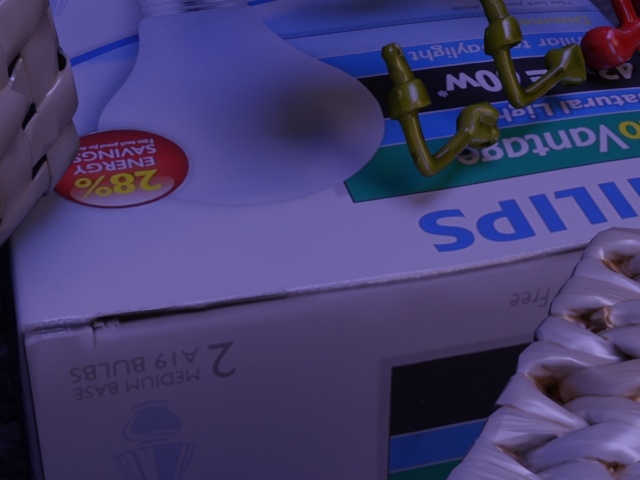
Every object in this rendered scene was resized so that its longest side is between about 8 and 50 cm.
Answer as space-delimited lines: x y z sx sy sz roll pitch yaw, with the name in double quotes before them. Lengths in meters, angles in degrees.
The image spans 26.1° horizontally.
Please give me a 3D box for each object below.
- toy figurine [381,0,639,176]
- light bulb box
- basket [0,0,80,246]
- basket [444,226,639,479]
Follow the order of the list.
"toy figurine" 0.061 -0.174 0.755 0.362 0.191 0.217 -38 20 -32
"light bulb box" 0.000 0.000 0.776 0.357 0.225 0.361 -9 36 -13
"basket" -0.264 -0.050 0.537 0.289 0.201 0.255 23 54 9
"basket" 0.182 0.211 0.401 0.331 0.328 0.266 11 44 26
